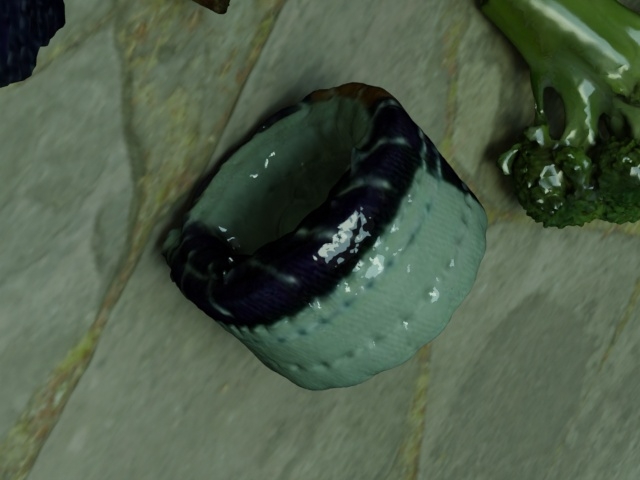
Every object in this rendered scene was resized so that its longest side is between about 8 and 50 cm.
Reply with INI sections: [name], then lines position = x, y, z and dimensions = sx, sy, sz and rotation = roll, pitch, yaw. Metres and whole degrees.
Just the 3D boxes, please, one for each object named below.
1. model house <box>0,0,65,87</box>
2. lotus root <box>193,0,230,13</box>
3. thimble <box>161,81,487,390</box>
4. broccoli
[model house]
position = -0.293, -0.188, 0.614
dimensions = 0.298, 0.284, 0.243
rotation = -8, 107, -31
[lotus root]
position = -0.031, -0.289, 0.839
dimensions = 0.154, 0.140, 0.257
rotation = 24, 97, -27
[thimble]
position = 0.000, 0.000, 0.891
dimensions = 0.237, 0.237, 0.150
rotation = -49, 119, -12
[broccoli]
position = 0.269, -0.133, 1.073
dimensions = 0.302, 0.186, 0.254
rotation = 14, 101, 10
